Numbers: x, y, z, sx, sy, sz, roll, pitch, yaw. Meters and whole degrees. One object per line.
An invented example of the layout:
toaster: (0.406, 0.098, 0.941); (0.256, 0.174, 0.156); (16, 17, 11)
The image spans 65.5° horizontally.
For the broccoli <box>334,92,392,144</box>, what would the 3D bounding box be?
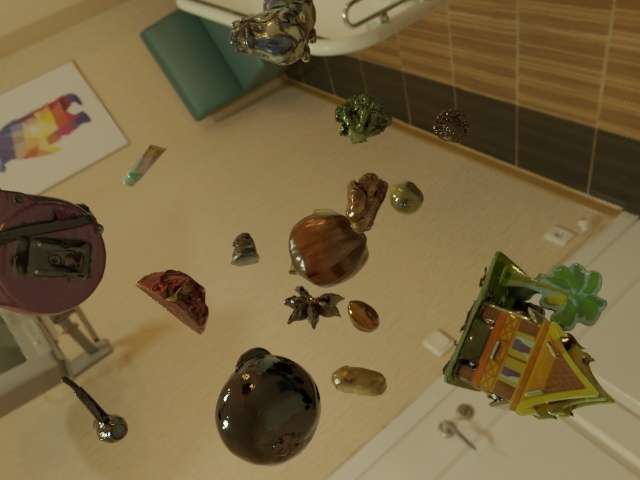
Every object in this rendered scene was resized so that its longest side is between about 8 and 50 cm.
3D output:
broccoli: (0.115, -0.332, 1.373); (0.162, 0.137, 0.146); (-11, 140, 45)

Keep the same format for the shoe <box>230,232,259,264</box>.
shoe: (-0.264, 0.028, 1.708); (0.227, 0.099, 0.112); (119, 141, -79)

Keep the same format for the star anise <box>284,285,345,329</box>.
star anise: (-0.028, 0.216, 1.623); (0.208, 0.171, 0.063); (11, 129, 21)

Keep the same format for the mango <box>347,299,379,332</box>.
mango: (0.104, 0.189, 1.238); (0.077, 0.063, 0.127); (21, 161, 35)

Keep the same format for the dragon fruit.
dragon fruit: (-0.484, 0.204, 1.820); (0.205, 0.152, 0.317); (0, 139, 52)

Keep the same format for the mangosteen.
mangosteen: (-0.141, 0.398, 1.243); (0.302, 0.275, 0.275); (48, 164, 53)

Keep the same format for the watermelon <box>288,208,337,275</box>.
watermelon: (0.021, 0.015, 1.697); (0.159, 0.303, 0.128); (-14, 131, 33)

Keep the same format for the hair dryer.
hair dryer: (-0.595, 0.428, 1.284); (0.196, 0.075, 0.219); (-15, 112, 50)

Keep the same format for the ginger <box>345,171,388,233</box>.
ginger: (0.103, -0.103, 1.210); (0.073, 0.162, 0.103); (7, 151, 39)

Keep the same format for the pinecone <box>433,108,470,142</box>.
pinecone: (0.285, -0.254, 1.087); (0.077, 0.083, 0.077); (5, 137, 5)

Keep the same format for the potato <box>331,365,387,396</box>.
potato: (0.117, 0.429, 1.514); (0.171, 0.080, 0.107); (9, 151, 10)

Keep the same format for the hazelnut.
hazelnut: (0.019, 0.030, 1.319); (0.210, 0.186, 0.210); (40, 155, 22)

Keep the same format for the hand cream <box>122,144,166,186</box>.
hand cream: (-0.584, -0.249, 1.635); (0.047, 0.174, 0.076); (54, -160, 16)

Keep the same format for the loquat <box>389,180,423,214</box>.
loquat: (0.367, -0.185, 2.148); (0.152, 0.152, 0.195); (59, -165, -15)

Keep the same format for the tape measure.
tape measure: (-0.538, 0.027, 0.936); (0.149, 0.245, 0.231); (-6, 84, 40)

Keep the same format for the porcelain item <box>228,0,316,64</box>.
porcelain item: (-0.107, -0.523, 1.216); (0.288, 0.186, 0.138); (-82, -10, -45)

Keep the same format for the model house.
model house: (0.505, 0.228, 1.110); (0.313, 0.357, 0.242); (20, 173, 41)
